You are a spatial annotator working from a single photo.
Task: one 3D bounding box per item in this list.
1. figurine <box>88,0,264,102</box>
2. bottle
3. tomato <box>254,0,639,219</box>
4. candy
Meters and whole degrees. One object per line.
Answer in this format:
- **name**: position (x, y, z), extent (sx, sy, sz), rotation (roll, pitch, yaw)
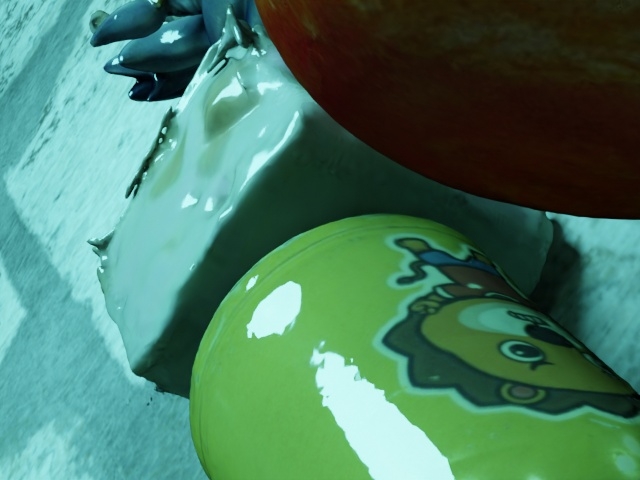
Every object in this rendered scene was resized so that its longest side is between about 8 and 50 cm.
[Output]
- **figurine**: position (-0.026, -0.156, 0.989), extent (0.265, 0.197, 0.175), rotation (142, 147, -66)
- **bottle**: position (0.082, 0.129, 0.619), extent (0.171, 0.171, 0.351), rotation (-56, 33, 7)
- **tomato**: position (0.128, -0.158, 0.636), extent (0.325, 0.290, 0.293), rotation (69, -137, -78)
- **candy**: position (0.000, 0.000, 0.820), extent (0.185, 0.195, 0.137), rotation (-56, 29, 13)
